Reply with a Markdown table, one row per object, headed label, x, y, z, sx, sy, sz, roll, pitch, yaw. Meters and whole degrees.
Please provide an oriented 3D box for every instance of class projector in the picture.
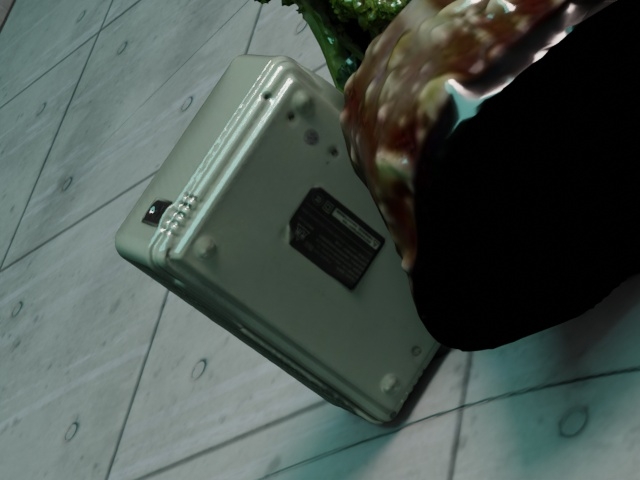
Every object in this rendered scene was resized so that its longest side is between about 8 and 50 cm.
| label | x | y | z | sx | sy | sz | roll | pitch | yaw |
| --- | --- | --- | --- | --- | --- | --- | --- | --- | --- |
| projector | 0.000 | 0.000 | 1.152 | 0.192 | 0.256 | 0.099 | -57 | 27 | -10 |

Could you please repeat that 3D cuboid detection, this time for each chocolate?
| label | x | y | z | sx | sy | sz | roll | pitch | yaw |
| --- | --- | --- | --- | --- | --- | --- | --- | --- | --- |
| chocolate | 0.157 | -0.109 | 1.029 | 0.340 | 0.225 | 0.210 | -41 | 38 | 6 |

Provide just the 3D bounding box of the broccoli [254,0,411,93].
| label | x | y | z | sx | sy | sz | roll | pitch | yaw |
| --- | --- | --- | --- | --- | --- | --- | --- | --- | --- |
| broccoli | 0.087 | -0.182 | 1.266 | 0.321 | 0.304 | 0.283 | -133 | 50 | -66 |
